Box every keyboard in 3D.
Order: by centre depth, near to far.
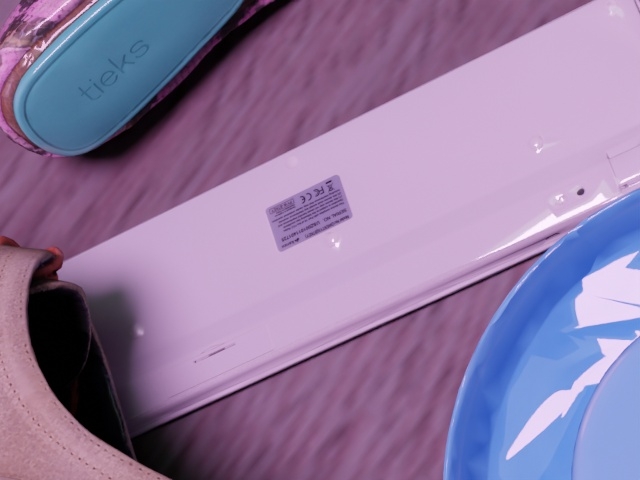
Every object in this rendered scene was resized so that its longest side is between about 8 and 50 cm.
[{"bbox_3d":[0.000,0.000,0.630,0.256,0.014,0.072,-25,61,15],"label":"keyboard"}]

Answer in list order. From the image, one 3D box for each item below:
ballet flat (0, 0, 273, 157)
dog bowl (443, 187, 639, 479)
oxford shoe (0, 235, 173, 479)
[{"bbox_3d":[-0.030,-0.116,0.650,0.221,0.077,0.079,-37,44,11],"label":"ballet flat"},{"bbox_3d":[0.174,0.096,0.486,0.297,0.074,0.166,29,88,28],"label":"dog bowl"},{"bbox_3d":[-0.138,0.044,0.624,0.130,0.123,0.348,-46,60,-5],"label":"oxford shoe"}]
